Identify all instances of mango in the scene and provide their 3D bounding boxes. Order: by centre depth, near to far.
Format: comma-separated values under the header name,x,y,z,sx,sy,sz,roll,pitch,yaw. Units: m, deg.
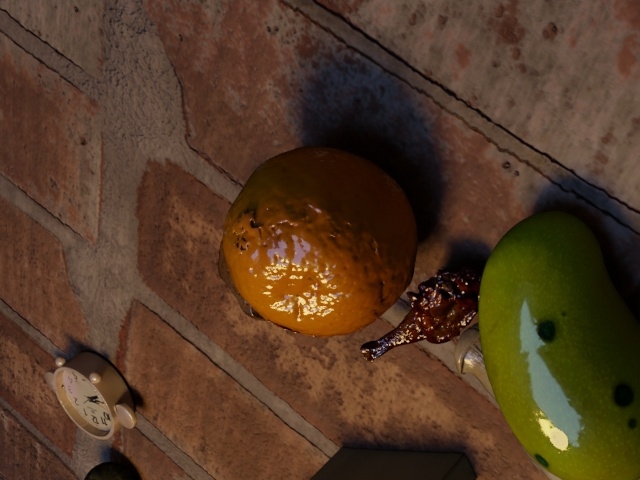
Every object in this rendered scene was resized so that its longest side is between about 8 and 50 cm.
name,x,y,z,sx,sy,sz,roll,pitch,yaw
mango,0.252,0.115,1.172,0.175,0.143,0.293,-17,98,26

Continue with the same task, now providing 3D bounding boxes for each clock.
name,x,y,z,sx,sy,sz,roll,pitch,yaw
clock,-0.395,0.267,2.027,0.229,0.063,0.155,15,127,35

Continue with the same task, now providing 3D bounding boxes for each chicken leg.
name,x,y,z,sx,sy,sz,roll,pitch,yaw
chicken leg,0.123,0.085,1.335,0.205,0.093,0.053,119,146,-45

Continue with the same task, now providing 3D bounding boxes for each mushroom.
name,x,y,z,sx,sy,sz,roll,pitch,yaw
mushroom,0.234,0.185,1.295,0.081,0.092,0.223,-40,92,9

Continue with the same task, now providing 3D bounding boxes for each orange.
name,x,y,z,sx,sy,sz,roll,pitch,yaw
orange,0.001,0.000,1.289,0.219,0.193,0.219,-3,142,-2

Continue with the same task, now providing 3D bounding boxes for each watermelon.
name,x,y,z,sx,sy,sz,roll,pitch,yaw
watermelon,-0.390,0.468,2.151,0.105,0.105,0.133,41,154,13

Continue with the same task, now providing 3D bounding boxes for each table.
name,x,y,z,sx,sy,sz,roll,pitch,yaw
table,0.093,0.359,1.548,0.240,0.121,0.111,-9,113,49

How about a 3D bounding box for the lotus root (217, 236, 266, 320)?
name,x,y,z,sx,sy,sz,roll,pitch,yaw
lotus root,-0.068,0.026,1.457,0.095,0.135,0.159,-6,102,49
